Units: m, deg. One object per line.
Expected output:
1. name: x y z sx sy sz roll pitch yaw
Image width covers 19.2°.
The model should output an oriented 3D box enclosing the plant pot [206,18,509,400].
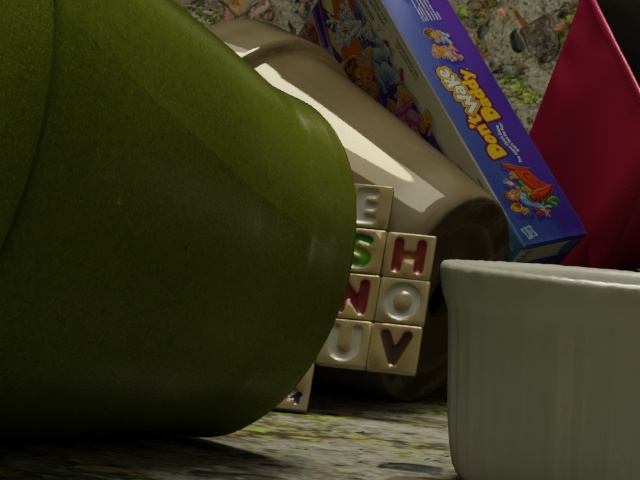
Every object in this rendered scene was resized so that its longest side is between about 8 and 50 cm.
1. plant pot: 0.000 0.000 1.653 0.280 0.323 0.323 25 11 30

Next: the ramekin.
1. ramekin: 0.205 0.089 1.146 0.277 0.135 0.277 4 1 0

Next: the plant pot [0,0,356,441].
1. plant pot: -0.177 -0.029 1.155 0.353 0.366 0.366 19 -8 -39

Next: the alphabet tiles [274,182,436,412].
1. alphabet tiles: -0.033 0.039 1.485 0.237 0.198 0.009 6 -25 10

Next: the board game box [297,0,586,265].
1. board game box: 0.087 -0.076 1.803 0.078 0.347 0.233 -12 -28 -34

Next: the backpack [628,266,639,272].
1. backpack: 0.327 0.080 1.589 0.188 0.144 0.166 -20 1 -6

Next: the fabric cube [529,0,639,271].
1. fabric cube: 0.351 -0.054 1.761 0.259 0.258 0.254 5 37 -17
